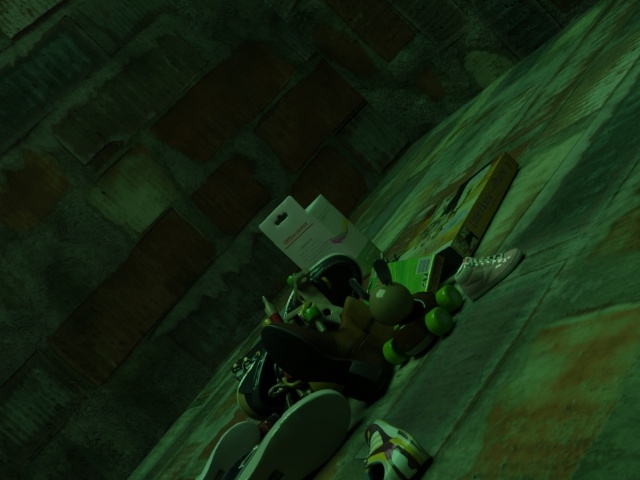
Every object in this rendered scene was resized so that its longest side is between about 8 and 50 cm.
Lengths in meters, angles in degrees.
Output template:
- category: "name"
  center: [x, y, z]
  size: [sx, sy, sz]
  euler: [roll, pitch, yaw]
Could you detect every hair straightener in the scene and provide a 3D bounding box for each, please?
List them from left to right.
- category: "hair straightener"
  center: [-0.159, 0.494, 2.116]
  size: [0.089, 0.047, 0.230]
  euler: [-33, -12, -51]

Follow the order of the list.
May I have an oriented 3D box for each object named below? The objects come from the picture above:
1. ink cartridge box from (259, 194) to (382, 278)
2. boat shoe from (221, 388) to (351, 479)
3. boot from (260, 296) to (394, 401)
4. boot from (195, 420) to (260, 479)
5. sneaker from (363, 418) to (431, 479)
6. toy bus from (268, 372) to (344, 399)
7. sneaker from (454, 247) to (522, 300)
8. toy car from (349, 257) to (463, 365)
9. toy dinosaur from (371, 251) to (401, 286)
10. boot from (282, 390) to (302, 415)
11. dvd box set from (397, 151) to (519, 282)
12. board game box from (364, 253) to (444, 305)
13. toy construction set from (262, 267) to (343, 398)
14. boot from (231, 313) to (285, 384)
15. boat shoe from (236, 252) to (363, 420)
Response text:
- category: "ink cartridge box"
  center: [0.000, 0.000, 2.713]
  size: [0.207, 0.353, 0.119]
  euler: [-41, 8, 41]
- category: "boat shoe"
  center: [-0.084, 0.409, 1.624]
  size: [0.340, 0.127, 0.158]
  euler: [-48, 13, -3]
- category: "boot"
  center: [0.036, 0.180, 1.725]
  size: [0.280, 0.264, 0.096]
  euler: [-60, -14, -59]
- category: "boot"
  center: [-0.245, 0.545, 2.021]
  size: [0.258, 0.095, 0.123]
  euler: [-54, 9, -22]
- category: "sneaker"
  center: [0.091, 0.321, 1.261]
  size: [0.084, 0.069, 0.185]
  euler: [-43, 3, -16]
- category: "toy bus"
  center: [0.007, 0.293, 1.811]
  size: [0.191, 0.104, 0.202]
  euler: [-15, -36, -29]
- category: "sneaker"
  center: [0.307, 0.047, 1.573]
  size: [0.134, 0.070, 0.051]
  euler: [-43, 5, 22]
- category: "toy car"
  center: [0.148, 0.118, 1.636]
  size: [0.155, 0.188, 0.149]
  euler: [-42, 7, 38]
- category: "toy dinosaur"
  center: [0.166, 0.101, 2.301]
  size: [0.118, 0.064, 0.268]
  euler: [-60, -1, 40]
- category: "boot"
  center: [-0.081, 0.418, 1.873]
  size: [0.137, 0.077, 0.198]
  euler: [-52, 4, 3]
- category: "dvd box set"
  center: [0.306, -0.017, 2.060]
  size: [0.307, 0.062, 0.420]
  euler: [-42, 7, 45]
- category: "board game box"
  center: [0.177, 0.105, 1.878]
  size: [0.259, 0.039, 0.124]
  euler: [-12, 60, 60]
- category: "toy construction set"
  center: [-0.056, 0.176, 1.942]
  size: [0.257, 0.237, 0.309]
  euler: [-37, -26, 3]
- category: "boot"
  center: [-0.138, 0.335, 2.505]
  size: [0.284, 0.138, 0.377]
  euler: [-44, 2, 14]
- category: "boat shoe"
  center: [-0.033, 0.246, 2.184]
  size: [0.500, 0.187, 0.156]
  euler: [-55, 10, -18]
